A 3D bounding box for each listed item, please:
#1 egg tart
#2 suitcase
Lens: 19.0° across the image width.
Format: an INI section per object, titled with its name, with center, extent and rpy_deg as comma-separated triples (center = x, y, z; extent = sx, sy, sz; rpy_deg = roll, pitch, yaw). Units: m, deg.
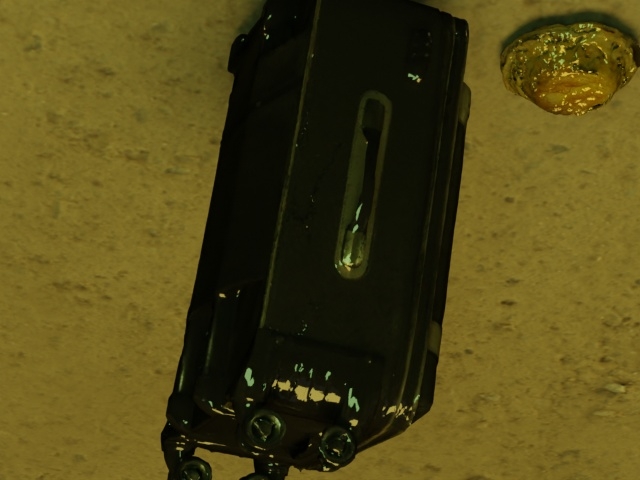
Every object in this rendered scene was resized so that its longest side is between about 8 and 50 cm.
[egg tart]
center = 0.225, -0.152, 1.735
extent = 0.130, 0.052, 0.130
rpy_deg = 2, 151, 1
[suitcase]
center = 0.000, 0.000, 1.616
extent = 0.194, 0.433, 0.283
rpy_deg = 14, 159, -16
